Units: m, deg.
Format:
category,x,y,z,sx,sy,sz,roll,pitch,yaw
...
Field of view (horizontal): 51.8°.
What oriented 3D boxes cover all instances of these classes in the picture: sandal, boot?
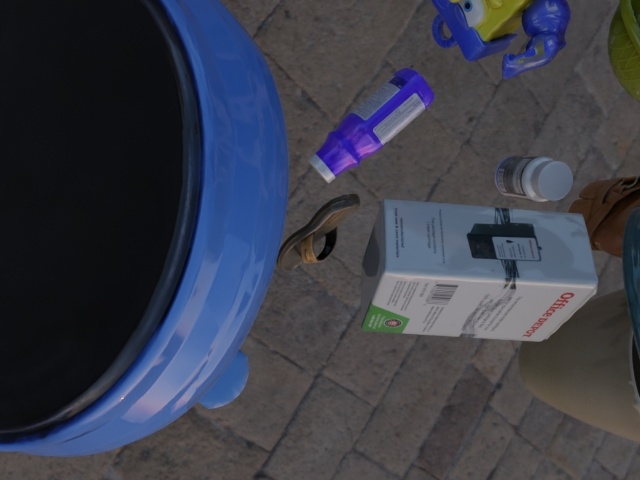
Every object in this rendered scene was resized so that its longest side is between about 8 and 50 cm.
category,x,y,z,sx,sy,sz,roll,pitch,yaw
sandal,0.000,0.000,1.114,0.090,0.219,0.060,-15,69,-50
boot,0.522,-0.074,1.002,0.283,0.220,0.109,-48,112,-14

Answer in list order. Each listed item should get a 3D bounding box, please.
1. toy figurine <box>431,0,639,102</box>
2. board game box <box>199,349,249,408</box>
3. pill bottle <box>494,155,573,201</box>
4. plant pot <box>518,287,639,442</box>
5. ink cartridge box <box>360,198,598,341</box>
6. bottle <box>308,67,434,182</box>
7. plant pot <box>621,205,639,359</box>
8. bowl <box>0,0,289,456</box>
category,x,y,z,sx,sy,sz,roll,pitch,yaw
toy figurine,0.211,-0.242,0.646,0.191,0.217,0.363,-27,84,-41
board game box,-0.217,0.234,1.261,0.168,0.033,0.133,38,99,-4
pill bottle,0.370,-0.108,1.147,0.078,0.137,0.078,-2,99,-15
plant pot,0.463,0.200,1.060,0.256,0.274,0.257,6,77,-28
ink cartridge box,0.155,0.037,0.689,0.208,0.153,0.087,5,60,-4
bottle,0.101,-0.234,1.362,0.283,0.118,0.092,-42,112,0
plant pot,0.527,0.079,0.630,0.341,0.334,0.341,22,59,-42
bowl,-0.210,-0.036,0.493,0.077,0.391,0.391,11,93,-63
